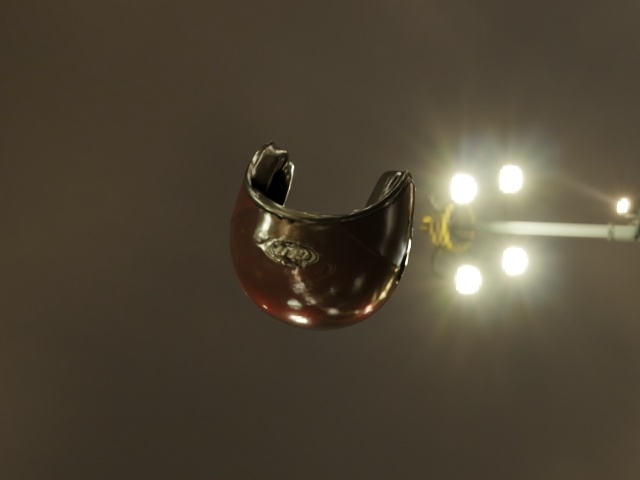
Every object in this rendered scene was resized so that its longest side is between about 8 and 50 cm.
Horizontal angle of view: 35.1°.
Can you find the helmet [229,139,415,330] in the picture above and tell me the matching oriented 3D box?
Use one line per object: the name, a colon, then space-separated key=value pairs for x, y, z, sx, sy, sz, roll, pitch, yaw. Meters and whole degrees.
helmet: x=0.000 y=0.000 z=1.085 sx=0.216 sy=0.189 sz=0.193 roll=23 pitch=-100 yaw=-72
